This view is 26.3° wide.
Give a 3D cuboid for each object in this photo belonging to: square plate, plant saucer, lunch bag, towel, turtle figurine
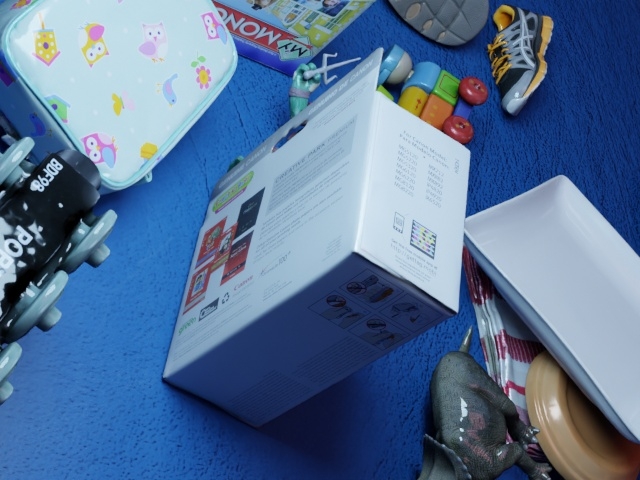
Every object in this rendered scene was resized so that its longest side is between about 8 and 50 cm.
[{"bbox_3d":[0.350,0.083,1.765,0.347,0.049,0.344,51,33,11],"label":"square plate"},{"bbox_3d":[0.336,0.220,1.702,0.200,0.037,0.200,24,48,-31],"label":"plant saucer"},{"bbox_3d":[-0.220,-0.180,1.416,0.224,0.108,0.279,58,48,-24],"label":"lunch bag"},{"bbox_3d":[0.298,0.133,1.781,0.237,0.037,0.329,12,57,-39],"label":"towel"},{"bbox_3d":[0.005,-0.104,1.603,0.175,0.118,0.234,43,57,8],"label":"turtle figurine"}]

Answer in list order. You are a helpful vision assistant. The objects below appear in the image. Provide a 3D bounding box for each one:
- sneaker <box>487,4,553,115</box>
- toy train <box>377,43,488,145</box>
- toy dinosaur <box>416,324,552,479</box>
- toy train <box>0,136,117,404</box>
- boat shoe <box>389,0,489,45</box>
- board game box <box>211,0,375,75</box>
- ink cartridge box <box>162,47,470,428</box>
[{"bbox_3d":[0.281,-0.264,1.998,0.083,0.084,0.215,26,44,-11],"label":"sneaker"},{"bbox_3d":[0.110,-0.141,1.742,0.143,0.105,0.248,33,45,-8],"label":"toy train"},{"bbox_3d":[0.175,0.203,1.559,0.160,0.121,0.313,42,45,-34],"label":"toy dinosaur"},{"bbox_3d":[-0.303,0.050,1.159,0.142,0.190,0.334,42,42,-13],"label":"toy train"},{"bbox_3d":[0.114,-0.426,1.895,0.355,0.132,0.130,49,21,-26],"label":"boat shoe"},{"bbox_3d":[-0.096,-0.313,1.568,0.317,0.213,0.046,18,50,-34],"label":"board game box"},{"bbox_3d":[0.000,0.000,1.382,0.130,0.309,0.272,31,47,-25],"label":"ink cartridge box"}]
